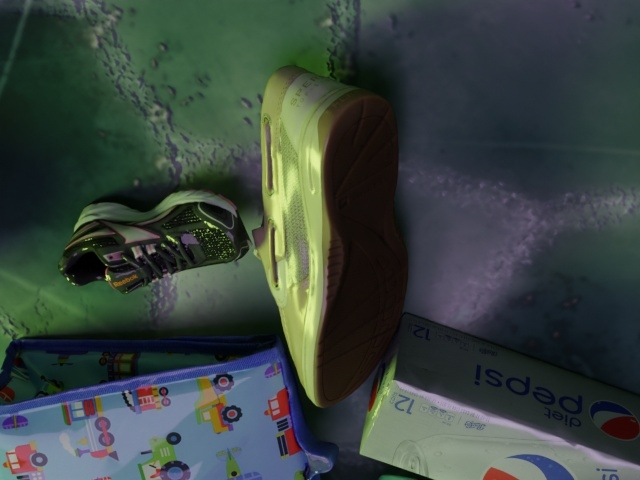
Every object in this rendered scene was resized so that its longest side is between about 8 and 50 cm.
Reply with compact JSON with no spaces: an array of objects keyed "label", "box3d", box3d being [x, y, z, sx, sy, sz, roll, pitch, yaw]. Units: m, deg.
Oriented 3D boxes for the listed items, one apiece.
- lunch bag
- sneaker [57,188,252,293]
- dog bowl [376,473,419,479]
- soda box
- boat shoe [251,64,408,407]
[{"label":"lunch bag","box3d":[-0.131,0.199,1.341,0.293,0.138,0.221,-6,112,11]},{"label":"sneaker","box3d":[-0.138,0.012,1.243,0.178,0.077,0.072,-8,126,35]},{"label":"dog bowl","box3d":[0.162,0.271,1.312,0.297,0.074,0.166,11,165,31]},{"label":"soda box","box3d":[0.184,0.167,1.299,0.286,0.098,0.091,19,124,-3]},{"label":"boat shoe","box3d":[0.000,0.000,1.232,0.098,0.109,0.302,30,137,35]}]
